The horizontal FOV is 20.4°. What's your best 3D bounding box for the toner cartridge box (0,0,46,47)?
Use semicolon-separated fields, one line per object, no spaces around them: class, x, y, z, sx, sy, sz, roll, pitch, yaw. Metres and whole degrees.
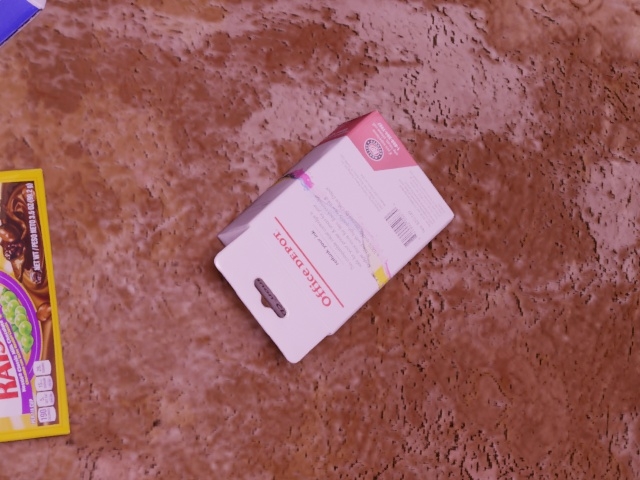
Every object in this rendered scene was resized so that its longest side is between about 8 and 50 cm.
toner cartridge box;-0.337;-0.294;1.249;0.348;0.075;0.165;35;40;-29

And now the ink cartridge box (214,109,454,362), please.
ink cartridge box;0.000;0.000;1.453;0.198;0.067;0.115;-42;102;-26

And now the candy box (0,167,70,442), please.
candy box;-0.251;0.051;1.346;0.105;0.027;0.206;-5;86;-23
